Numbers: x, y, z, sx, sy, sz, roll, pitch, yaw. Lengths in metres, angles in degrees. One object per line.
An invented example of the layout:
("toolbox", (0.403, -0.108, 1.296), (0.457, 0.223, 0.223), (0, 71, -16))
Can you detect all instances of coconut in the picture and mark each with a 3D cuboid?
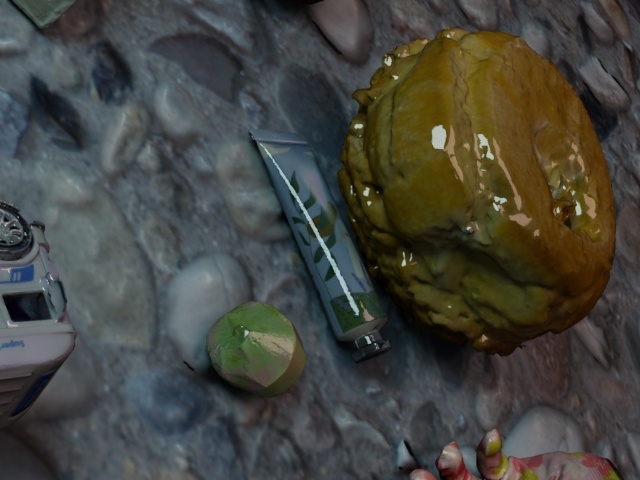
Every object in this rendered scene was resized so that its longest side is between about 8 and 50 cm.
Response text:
("coconut", (-0.057, 0.092, 0.917), (0.081, 0.082, 0.083), (53, 37, -63))

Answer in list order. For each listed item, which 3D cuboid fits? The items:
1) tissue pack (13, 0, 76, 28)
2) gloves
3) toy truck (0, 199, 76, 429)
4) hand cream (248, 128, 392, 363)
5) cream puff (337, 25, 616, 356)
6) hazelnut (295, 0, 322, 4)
("tissue pack", (-0.226, -0.279, 0.942), (0.106, 0.099, 0.149), (47, 43, -17))
("gloves", (0.183, 0.267, 1.031), (0.241, 0.126, 0.145), (-5, 57, -9))
("toy truck", (-0.281, 0.068, 0.646), (0.268, 0.124, 0.155), (-2, 53, -46))
("hand cream", (0.000, 0.000, 1.053), (0.088, 0.055, 0.256), (-4, 64, -50))
("cream puff", (0.146, -0.044, 1.079), (0.343, 0.231, 0.327), (5, 70, -50))
("hazelnut", (-0.016, -0.344, 1.143), (0.182, 0.182, 0.182), (23, 53, -35))
